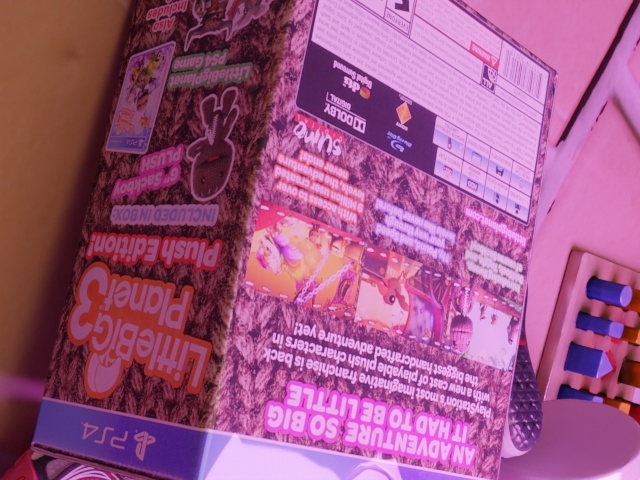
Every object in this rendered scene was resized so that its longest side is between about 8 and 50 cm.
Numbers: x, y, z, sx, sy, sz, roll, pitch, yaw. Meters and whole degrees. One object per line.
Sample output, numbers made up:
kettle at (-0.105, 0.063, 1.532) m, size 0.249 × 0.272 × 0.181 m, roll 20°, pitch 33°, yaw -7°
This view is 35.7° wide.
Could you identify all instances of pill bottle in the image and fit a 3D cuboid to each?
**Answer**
pill bottle at (0.221, 0.298, 0.859) m, size 0.169 × 0.169 × 0.301 m, roll -25°, pitch 116°, yaw -37°

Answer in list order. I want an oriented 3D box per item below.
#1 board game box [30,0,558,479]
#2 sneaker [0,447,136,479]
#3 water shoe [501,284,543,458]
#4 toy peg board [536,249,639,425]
board game box at (0.000, 0.000, 0.573) m, size 0.232 × 0.141 × 0.291 m, roll 22°, pitch 74°, yaw -43°
sneaker at (-0.083, 0.219, 0.599) m, size 0.121 × 0.112 × 0.299 m, roll -54°, pitch 129°, yaw -20°
water shoe at (0.117, 0.069, 0.783) m, size 0.073 × 0.080 × 0.203 m, roll 19°, pitch 62°, yaw -47°
toy peg board at (0.292, 0.108, 0.944) m, size 0.160 × 0.079 × 0.161 m, roll 17°, pitch 87°, yaw -44°
